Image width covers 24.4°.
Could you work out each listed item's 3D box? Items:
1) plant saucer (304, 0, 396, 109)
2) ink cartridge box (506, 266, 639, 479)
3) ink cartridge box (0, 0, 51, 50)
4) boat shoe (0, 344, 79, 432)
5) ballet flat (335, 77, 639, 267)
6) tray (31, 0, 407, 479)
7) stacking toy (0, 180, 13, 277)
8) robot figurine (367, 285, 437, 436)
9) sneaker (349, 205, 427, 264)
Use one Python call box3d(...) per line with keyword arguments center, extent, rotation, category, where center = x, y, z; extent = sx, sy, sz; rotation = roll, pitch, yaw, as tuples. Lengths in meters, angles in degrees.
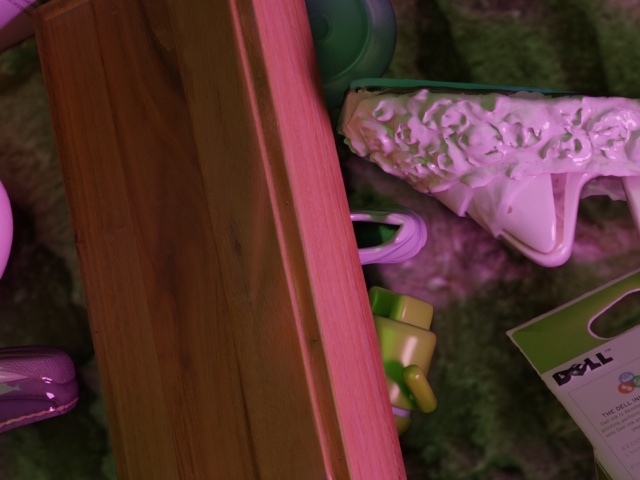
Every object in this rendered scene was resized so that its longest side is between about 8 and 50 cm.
box3d(center=(-0.002, -0.160, 1.133), extent=(0.119, 0.021, 0.119), rotation=(-2, 82, 11), category="plant saucer")
box3d(center=(0.268, 0.126, 0.989), extent=(0.188, 0.097, 0.255), rotation=(-26, 40, -6), category="ink cartridge box")
box3d(center=(-0.215, -0.230, 1.116), extent=(0.208, 0.153, 0.087), rotation=(-25, 78, 6), category="ink cartridge box")
box3d(center=(-0.332, 0.175, 1.112), extent=(0.355, 0.132, 0.130), rotation=(-19, 91, 15), category="boat shoe")
box3d(center=(0.205, -0.043, 1.016), extent=(0.408, 0.147, 0.147), rotation=(2, 83, 12), category="ballet flat")
box3d(center=(-0.081, -0.003, 1.064), extent=(0.202, 0.076, 0.411), rotation=(-18, 78, 32), category="tray")
box3d(center=(-0.443, -0.143, 1.116), extent=(0.350, 0.350, 0.480), rotation=(-23, 61, 7), category="stacking toy")
box3d(center=(0.043, 0.094, 1.068), extent=(0.101, 0.067, 0.115), rotation=(15, 87, 39), category="robot figurine")
box3d(center=(0.000, 0.000, 1.093), extent=(0.152, 0.061, 0.054), rotation=(-13, 82, 10), category="sneaker")
